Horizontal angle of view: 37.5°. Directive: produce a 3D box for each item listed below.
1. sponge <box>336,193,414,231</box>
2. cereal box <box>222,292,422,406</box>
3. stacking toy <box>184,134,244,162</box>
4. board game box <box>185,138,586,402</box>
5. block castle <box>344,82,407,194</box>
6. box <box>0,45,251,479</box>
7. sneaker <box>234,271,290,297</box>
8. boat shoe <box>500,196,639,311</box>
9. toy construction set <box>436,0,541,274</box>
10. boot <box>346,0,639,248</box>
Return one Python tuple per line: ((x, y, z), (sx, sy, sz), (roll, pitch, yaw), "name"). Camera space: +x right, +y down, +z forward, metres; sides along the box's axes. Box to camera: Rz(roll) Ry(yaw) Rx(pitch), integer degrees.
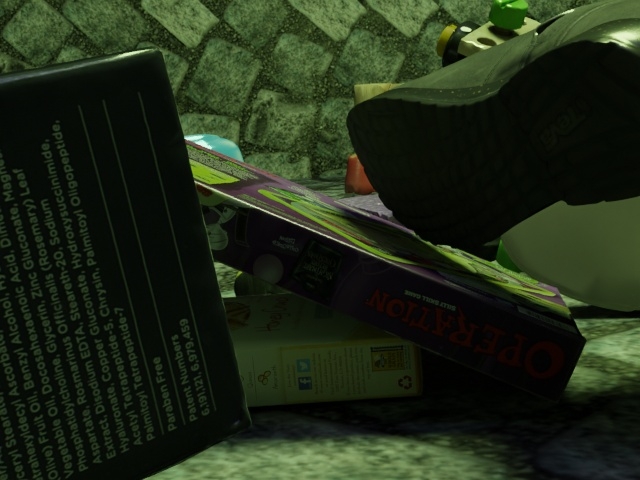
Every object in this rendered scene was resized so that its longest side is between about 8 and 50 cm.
((0.100, -0.033, 1.139), (0.117, 0.031, 0.210), (-7, 9, -16), "sponge")
((-0.052, 0.075, 0.676), (0.240, 0.047, 0.173), (-4, 8, 2), "cereal box")
((-0.209, -0.041, 1.405), (0.175, 0.165, 0.302), (-10, -6, -14), "stacking toy")
((0.000, 0.000, 0.647), (0.347, 0.056, 0.208), (22, 13, 7), "board game box")
((0.285, -0.120, 1.318), (0.453, 0.212, 0.303), (3, 9, 30), "block castle")
((-0.264, 0.036, 0.446), (0.312, 0.179, 0.343), (-21, 15, -34), "box")
((-0.006, 0.040, 0.852), (0.094, 0.081, 0.208), (-7, -3, 43), "sneaker")
((0.333, -0.001, 0.827), (0.341, 0.127, 0.158), (5, 3, 14), "boat shoe")
((0.242, -0.124, 0.974), (0.309, 0.237, 0.257), (-11, 34, -32), "toy construction set")
((0.175, -0.100, 0.605), (0.223, 0.118, 0.338), (-34, 15, -23), "boot")
